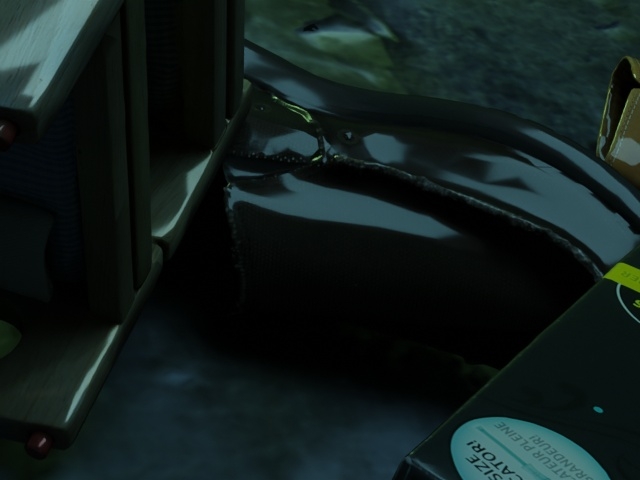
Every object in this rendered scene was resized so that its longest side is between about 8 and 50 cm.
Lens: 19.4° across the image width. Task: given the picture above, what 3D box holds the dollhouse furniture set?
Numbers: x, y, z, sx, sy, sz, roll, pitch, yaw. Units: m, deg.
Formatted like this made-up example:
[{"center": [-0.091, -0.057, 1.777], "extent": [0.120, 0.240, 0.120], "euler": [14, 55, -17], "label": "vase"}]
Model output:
[{"center": [-0.124, -0.056, 0.455], "extent": [0.183, 0.129, 0.129], "euler": [17, 53, 10], "label": "dollhouse furniture set"}]

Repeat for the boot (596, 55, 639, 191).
[{"center": [0.188, -0.038, 0.749], "extent": [0.152, 0.073, 0.197], "euler": [21, 25, 5], "label": "boot"}]

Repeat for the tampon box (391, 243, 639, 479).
[{"center": [0.083, 0.085, 0.419], "extent": [0.120, 0.101, 0.161], "euler": [31, 29, 15], "label": "tampon box"}]

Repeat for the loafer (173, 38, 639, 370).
[{"center": [0.000, 0.000, 0.551], "extent": [0.220, 0.080, 0.078], "euler": [20, 50, 14], "label": "loafer"}]
